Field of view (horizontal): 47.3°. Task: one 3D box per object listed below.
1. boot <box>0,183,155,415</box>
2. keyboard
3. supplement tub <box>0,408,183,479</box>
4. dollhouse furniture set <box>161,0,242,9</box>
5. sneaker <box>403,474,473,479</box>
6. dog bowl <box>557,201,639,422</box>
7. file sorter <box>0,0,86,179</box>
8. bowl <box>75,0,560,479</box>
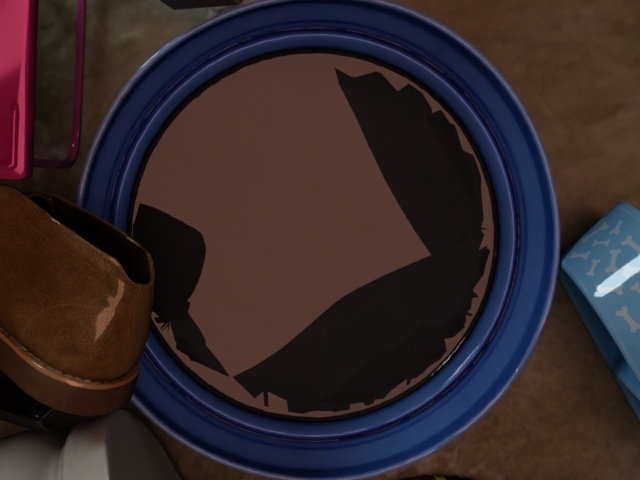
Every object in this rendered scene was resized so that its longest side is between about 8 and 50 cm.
[{"bbox_3d":[-0.242,-0.003,0.533,0.305,0.112,0.115,27,108,18],"label":"boot"},{"bbox_3d":[-0.261,0.109,0.550,0.180,0.108,0.023,7,118,23],"label":"keyboard"},{"bbox_3d":[-0.250,0.279,0.528,0.316,0.228,0.228,-26,96,-4],"label":"supplement tub"},{"bbox_3d":[0.043,-0.306,0.432,0.393,0.362,0.257,2,88,20],"label":"dollhouse furniture set"},{"bbox_3d":[0.164,0.290,0.611,0.384,0.147,0.145,-3,96,-3],"label":"sneaker"},{"bbox_3d":[0.295,0.113,0.611,0.074,0.166,0.297,-31,96,8],"label":"dog bowl"},{"bbox_3d":[-0.326,-0.153,0.516,0.290,0.182,0.202,3,94,-5],"label":"file sorter"},{"bbox_3d":[0.000,0.000,0.611,0.390,0.077,0.392,0,93,-6],"label":"bowl"}]
